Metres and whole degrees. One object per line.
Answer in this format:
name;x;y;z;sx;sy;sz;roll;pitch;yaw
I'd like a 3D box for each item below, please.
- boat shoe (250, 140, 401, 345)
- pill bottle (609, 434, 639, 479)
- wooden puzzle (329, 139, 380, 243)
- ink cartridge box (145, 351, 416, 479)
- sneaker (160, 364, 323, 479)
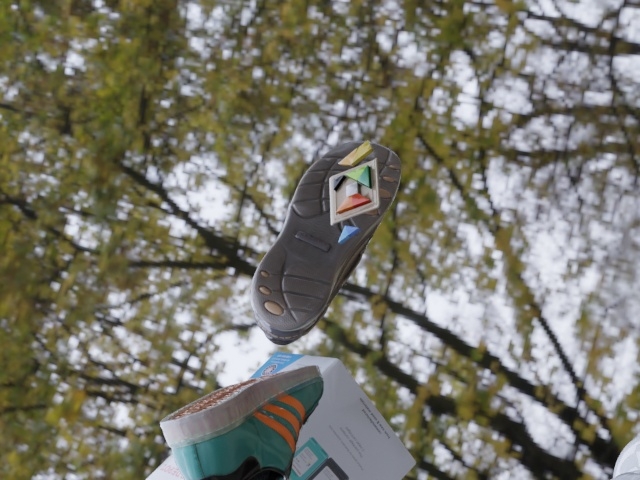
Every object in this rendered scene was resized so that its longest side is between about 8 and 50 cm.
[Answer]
boat shoe;0.000;0.000;1.650;0.355;0.132;0.130;-54;-10;-32
pill bottle;0.468;0.279;1.330;0.323;0.181;0.182;-17;-63;-31
wooden puzzle;0.038;-0.058;1.334;0.014;0.078;0.116;33;-143;-43
ink cartridge box;-0.057;0.316;1.571;0.270;0.198;0.197;-43;-73;-22
sneaker;-0.074;0.222;1.300;0.302;0.108;0.121;-14;-92;-64
